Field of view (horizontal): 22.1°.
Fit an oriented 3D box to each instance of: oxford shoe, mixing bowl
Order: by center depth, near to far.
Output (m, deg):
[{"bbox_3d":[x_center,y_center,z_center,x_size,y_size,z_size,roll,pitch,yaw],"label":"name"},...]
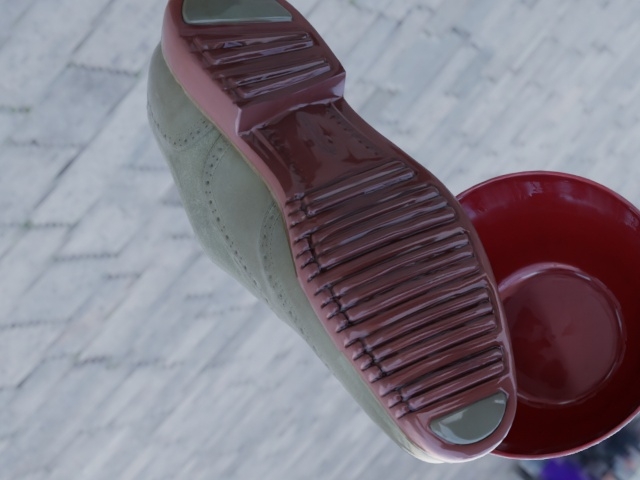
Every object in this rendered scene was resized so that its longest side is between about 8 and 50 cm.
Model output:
[{"bbox_3d":[0.000,0.000,1.013,0.123,0.348,0.130,-14,153,-33],"label":"oxford shoe"},{"bbox_3d":[0.143,0.054,1.050,0.181,0.181,0.098,-49,160,1],"label":"mixing bowl"}]
